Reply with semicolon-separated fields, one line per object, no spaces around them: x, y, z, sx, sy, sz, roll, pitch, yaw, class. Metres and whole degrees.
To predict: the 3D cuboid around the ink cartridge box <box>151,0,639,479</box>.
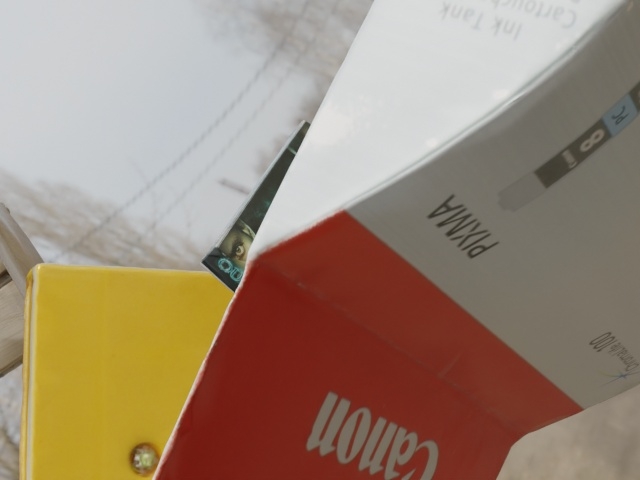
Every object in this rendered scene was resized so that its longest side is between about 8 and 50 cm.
0.098;0.010;0.503;0.385;0.091;0.308;-65;-30;-7;ink cartridge box

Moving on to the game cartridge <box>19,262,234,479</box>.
-0.060;0.166;0.967;0.052;0.323;0.285;149;123;-64;game cartridge

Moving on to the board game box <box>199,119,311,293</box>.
0.000;0.000;0.935;0.026;0.126;0.186;-45;9;37;board game box

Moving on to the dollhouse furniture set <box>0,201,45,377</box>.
-0.332;0.135;1.127;0.303;0.356;0.174;-33;-12;7;dollhouse furniture set
